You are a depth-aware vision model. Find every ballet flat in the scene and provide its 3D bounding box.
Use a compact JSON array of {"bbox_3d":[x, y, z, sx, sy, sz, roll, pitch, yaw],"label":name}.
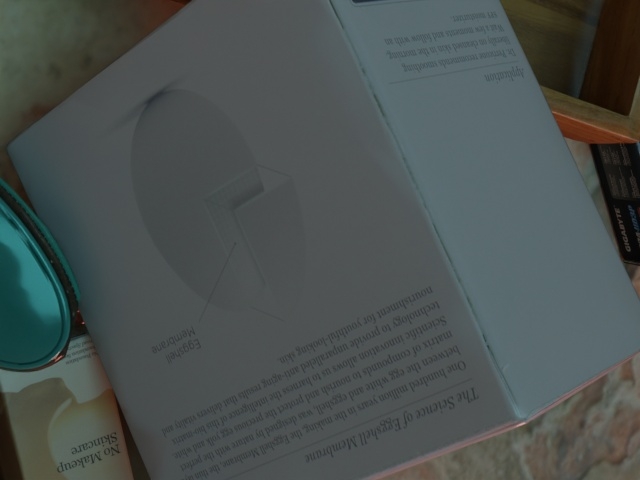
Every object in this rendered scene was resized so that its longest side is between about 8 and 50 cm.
[{"bbox_3d":[-0.216,-0.031,0.652,0.247,0.087,0.083,38,92,-17],"label":"ballet flat"}]

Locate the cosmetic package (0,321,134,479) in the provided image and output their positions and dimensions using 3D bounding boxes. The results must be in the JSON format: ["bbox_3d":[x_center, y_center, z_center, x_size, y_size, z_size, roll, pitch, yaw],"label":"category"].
[{"bbox_3d":[-0.135,0.105,0.704,0.060,0.041,0.115,-19,105,-29],"label":"cosmetic package"}]

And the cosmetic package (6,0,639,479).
[{"bbox_3d":[0.000,0.000,0.658,0.138,0.224,0.225,-16,81,-50],"label":"cosmetic package"}]

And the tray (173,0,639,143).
[{"bbox_3d":[0.022,-0.208,0.761,0.411,0.076,0.203,16,87,-25],"label":"tray"}]

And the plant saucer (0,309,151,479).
[{"bbox_3d":[-0.094,0.150,0.782,0.278,0.041,0.278,-5,99,-30],"label":"plant saucer"}]

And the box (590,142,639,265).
[{"bbox_3d":[0.262,-0.115,0.957,0.175,0.051,0.220,-29,109,-25],"label":"box"}]
